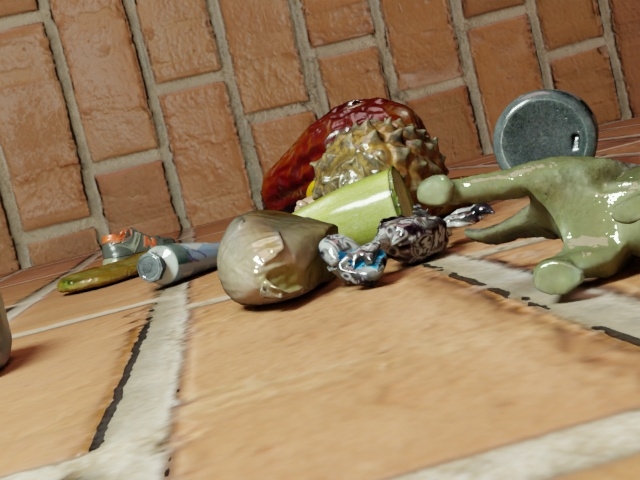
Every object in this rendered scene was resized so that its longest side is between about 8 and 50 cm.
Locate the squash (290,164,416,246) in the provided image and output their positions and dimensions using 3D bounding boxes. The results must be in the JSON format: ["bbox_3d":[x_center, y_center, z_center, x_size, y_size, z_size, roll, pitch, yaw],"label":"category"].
[{"bbox_3d":[0.000,0.000,1.035,0.224,0.094,0.094,-22,2,21],"label":"squash"}]

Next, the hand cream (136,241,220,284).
[{"bbox_3d":[-0.176,0.028,1.351,0.088,0.055,0.256,-7,1,24],"label":"hand cream"}]

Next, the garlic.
[{"bbox_3d":[-0.046,0.016,0.888,0.101,0.087,0.195,1,6,16],"label":"garlic"}]

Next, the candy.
[{"bbox_3d":[0.087,0.001,0.900,0.094,0.051,0.226,4,17,38],"label":"candy"}]

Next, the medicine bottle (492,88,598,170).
[{"bbox_3d":[0.341,-0.155,1.401,0.141,0.141,0.293,-12,6,18],"label":"medicine bottle"}]

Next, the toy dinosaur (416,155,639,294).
[{"bbox_3d":[0.200,-0.014,0.611,0.294,0.077,0.162,8,13,37],"label":"toy dinosaur"}]

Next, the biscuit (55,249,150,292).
[{"bbox_3d":[-0.335,0.051,1.602,0.118,0.029,0.247,-1,12,40],"label":"biscuit"}]

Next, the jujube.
[{"bbox_3d":[0.038,-0.115,1.520,0.290,0.197,0.197,-28,-1,23],"label":"jujube"}]

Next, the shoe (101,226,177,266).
[{"bbox_3d":[-0.345,0.009,1.806,0.074,0.077,0.194,-11,6,33],"label":"shoe"}]

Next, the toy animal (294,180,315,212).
[{"bbox_3d":[0.012,-0.023,1.286,0.091,0.114,0.082,-41,17,49],"label":"toy animal"}]

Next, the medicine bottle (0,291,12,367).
[{"bbox_3d":[-0.441,0.101,0.848,0.296,0.111,0.161,-13,3,-11],"label":"medicine bottle"}]

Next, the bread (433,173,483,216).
[{"bbox_3d":[0.149,-0.056,1.327,0.154,0.054,0.136,-10,3,-35],"label":"bread"}]

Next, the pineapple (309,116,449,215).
[{"bbox_3d":[0.082,-0.077,1.159,0.166,0.166,0.193,-10,3,36],"label":"pineapple"}]
